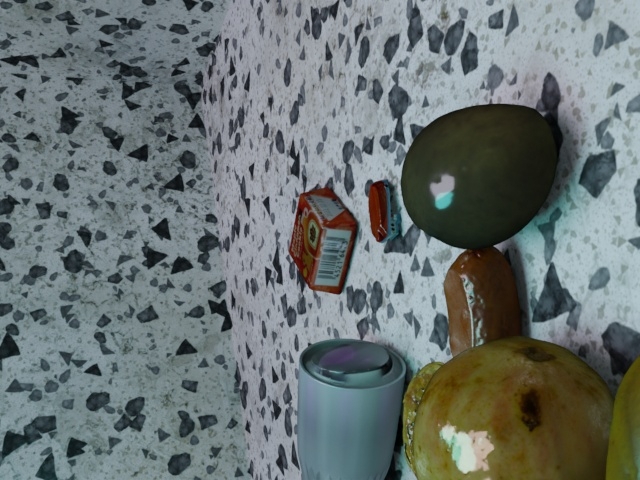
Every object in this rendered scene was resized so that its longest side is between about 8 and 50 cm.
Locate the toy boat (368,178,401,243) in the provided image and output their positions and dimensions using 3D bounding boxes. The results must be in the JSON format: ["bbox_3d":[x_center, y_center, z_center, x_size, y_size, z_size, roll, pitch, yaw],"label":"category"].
[{"bbox_3d":[0.155,-0.074,1.690,0.069,0.058,0.173,131,139,-56],"label":"toy boat"}]

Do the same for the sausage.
[{"bbox_3d":[0.301,0.133,1.276,0.133,0.133,0.258,171,94,-66],"label":"sausage"}]

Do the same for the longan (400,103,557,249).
[{"bbox_3d":[0.272,-0.116,1.208,0.243,0.300,0.300,52,166,-20],"label":"longan"}]

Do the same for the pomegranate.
[{"bbox_3d":[0.305,0.324,1.063,0.342,0.342,0.343,179,90,-67],"label":"pomegranate"}]

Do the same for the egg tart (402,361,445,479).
[{"bbox_3d":[0.262,0.387,1.398,0.290,0.115,0.290,180,90,-69],"label":"egg tart"}]

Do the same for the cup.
[{"bbox_3d":[0.063,0.436,1.689,0.253,0.253,0.372,-140,51,-60],"label":"cup"}]

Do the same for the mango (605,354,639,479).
[{"bbox_3d":[0.457,0.322,0.750,0.300,0.232,0.446,-15,72,26],"label":"mango"}]

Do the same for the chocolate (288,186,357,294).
[{"bbox_3d":[0.000,0.000,1.991,0.235,0.108,0.237,-122,36,-52],"label":"chocolate"}]
